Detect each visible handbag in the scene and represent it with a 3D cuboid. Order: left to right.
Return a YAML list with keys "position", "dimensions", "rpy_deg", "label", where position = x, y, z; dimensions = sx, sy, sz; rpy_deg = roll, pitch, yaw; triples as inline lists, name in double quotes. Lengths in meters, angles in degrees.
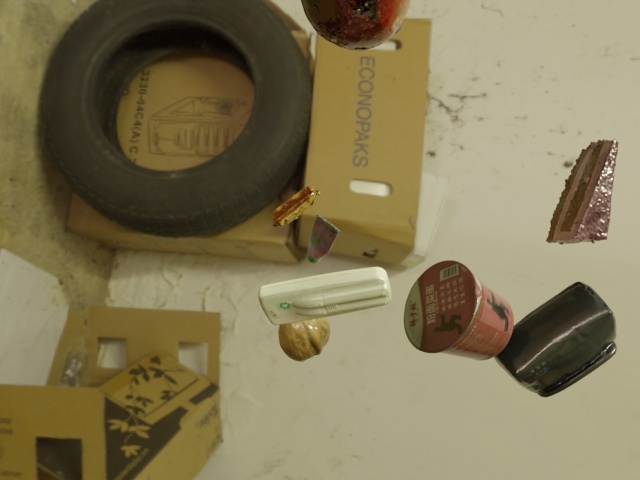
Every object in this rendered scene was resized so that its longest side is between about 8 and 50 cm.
- position: [0.630, 0.288, 1.417]
  dimensions: [0.275, 0.302, 0.178]
  rpy_deg: [46, 8, -42]
  label: "handbag"

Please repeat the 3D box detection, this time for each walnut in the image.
- position: [-0.045, 0.263, 1.545]
  dimensions: [0.149, 0.167, 0.166]
  rpy_deg: [22, -62, 51]
  label: "walnut"

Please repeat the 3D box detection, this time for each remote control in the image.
- position: [0.008, 0.102, 0.957]
  dimensions: [0.049, 0.230, 0.090]
  rpy_deg: [-90, 164, -45]
  label: "remote control"

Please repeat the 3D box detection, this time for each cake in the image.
- position: [0.679, -0.114, 1.367]
  dimensions: [0.295, 0.113, 0.116]
  rpy_deg: [-71, -163, -6]
  label: "cake"

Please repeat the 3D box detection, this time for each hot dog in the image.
- position: [-0.052, -0.069, 1.133]
  dimensions: [0.037, 0.122, 0.049]
  rpy_deg: [43, 17, -48]
  label: "hot dog"

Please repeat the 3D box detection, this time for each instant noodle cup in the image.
- position: [0.346, 0.188, 1.335]
  dimensions: [0.235, 0.178, 0.234]
  rpy_deg: [-39, -142, 38]
  label: "instant noodle cup"

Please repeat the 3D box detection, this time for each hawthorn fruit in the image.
- position: [0.084, -0.637, 1.383]
  dimensions: [0.316, 0.316, 0.315]
  rpy_deg: [3, 90, -81]
  label: "hawthorn fruit"

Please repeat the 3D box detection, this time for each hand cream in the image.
- position: [-0.001, 0.001, 1.769]
  dimensions: [0.275, 0.079, 0.050]
  rpy_deg: [113, -12, -63]
  label: "hand cream"
